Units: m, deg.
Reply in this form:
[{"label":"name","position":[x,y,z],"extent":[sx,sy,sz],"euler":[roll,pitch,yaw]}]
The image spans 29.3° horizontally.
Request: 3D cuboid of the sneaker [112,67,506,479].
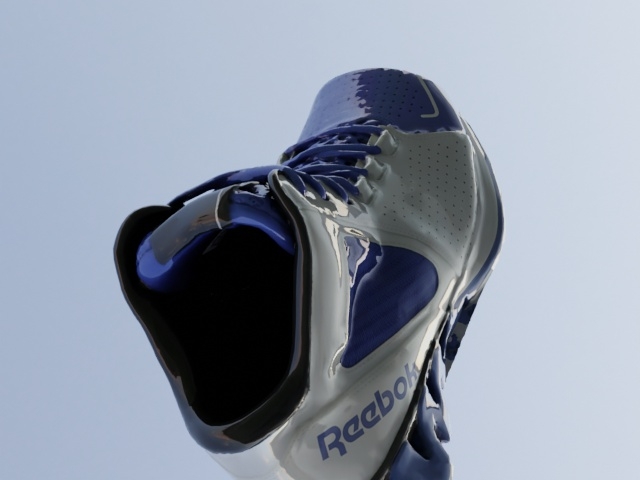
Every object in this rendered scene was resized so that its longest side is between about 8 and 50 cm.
[{"label":"sneaker","position":[0.000,0.001,0.631],"extent":[0.182,0.127,0.315],"euler":[52,-144,-40]}]
